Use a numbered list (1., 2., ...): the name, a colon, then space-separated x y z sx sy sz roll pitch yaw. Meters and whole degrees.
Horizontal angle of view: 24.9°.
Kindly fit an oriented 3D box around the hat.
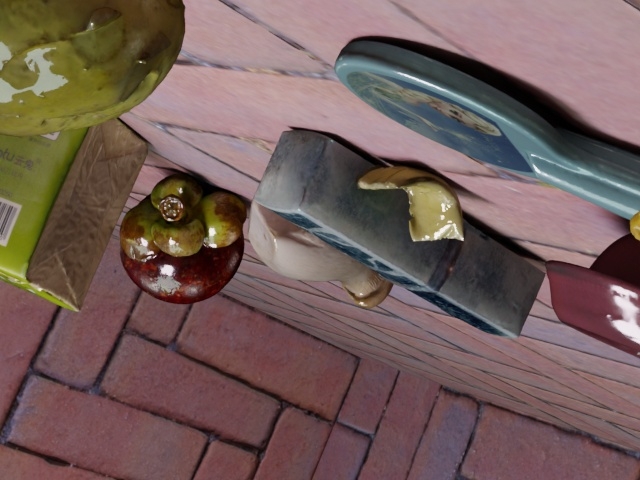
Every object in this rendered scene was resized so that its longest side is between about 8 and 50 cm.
1. hat: 0.248 0.044 0.983 0.205 0.089 0.205 23 178 1

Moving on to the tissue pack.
1. tissue pack: -0.359 -0.074 1.545 0.274 0.200 0.167 20 171 19

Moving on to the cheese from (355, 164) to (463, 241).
1. cheese: 0.076 -0.033 1.139 0.084 0.041 0.060 43 157 -26

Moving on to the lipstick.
1. lipstick: 0.071 -0.004 1.234 0.289 0.076 0.077 31 171 -37

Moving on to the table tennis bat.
1. table tennis bat: 0.116 -0.059 0.851 0.237 0.038 0.149 24 173 14

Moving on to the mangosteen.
1. mangosteen: -0.169 -0.016 1.718 0.146 0.156 0.181 51 165 45

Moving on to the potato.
1. potato: -0.187 -0.140 0.729 0.248 0.143 0.169 28 146 1

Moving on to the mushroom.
1. mushroom: -0.001 0.001 1.448 0.097 0.088 0.212 29 -175 37

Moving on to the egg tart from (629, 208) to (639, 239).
1. egg tart: 0.262 0.010 0.563 0.294 0.123 0.294 26 173 4
